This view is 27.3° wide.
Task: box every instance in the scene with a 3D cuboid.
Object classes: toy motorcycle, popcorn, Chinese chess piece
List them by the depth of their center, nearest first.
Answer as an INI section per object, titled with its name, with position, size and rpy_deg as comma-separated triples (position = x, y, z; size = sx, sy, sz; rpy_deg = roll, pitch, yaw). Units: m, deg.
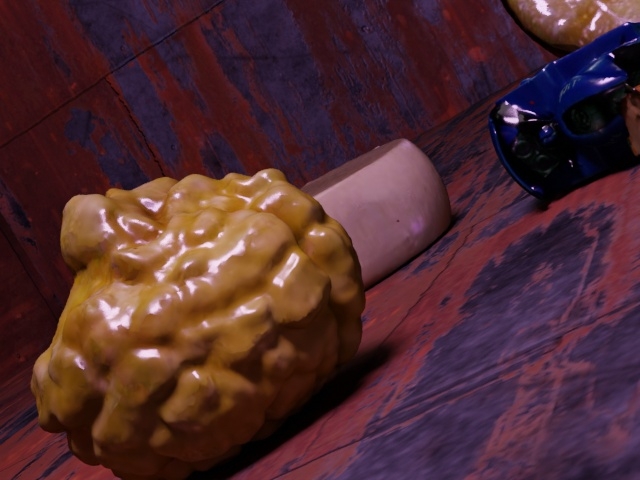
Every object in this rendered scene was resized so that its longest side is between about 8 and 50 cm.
[popcorn]
position = -0.092, 0.045, 0.865
size = 0.226, 0.203, 0.200
rpy_deg = -38, -6, 31
[toy motorcycle]
position = 0.250, -0.125, 1.036
size = 0.196, 0.125, 0.331
rpy_deg = -36, 4, -29
[Chinese chess piece]
position = 0.000, 0.000, 1.304
size = 0.273, 0.102, 0.273
rpy_deg = -29, 5, 3

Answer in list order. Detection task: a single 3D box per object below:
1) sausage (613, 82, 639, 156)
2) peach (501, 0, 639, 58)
[sausage]
position = 0.321, -0.128, 0.847
size = 0.264, 0.083, 0.083
rpy_deg = -30, 5, -1
[peach]
position = 0.369, -0.353, 1.412
size = 0.417, 0.339, 0.353
rpy_deg = -34, -32, -24
